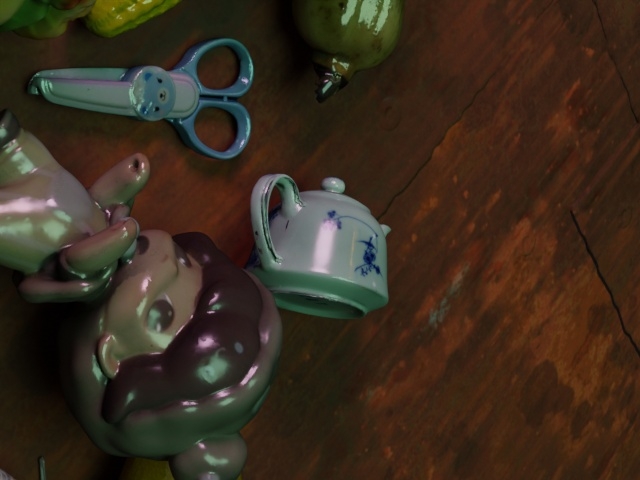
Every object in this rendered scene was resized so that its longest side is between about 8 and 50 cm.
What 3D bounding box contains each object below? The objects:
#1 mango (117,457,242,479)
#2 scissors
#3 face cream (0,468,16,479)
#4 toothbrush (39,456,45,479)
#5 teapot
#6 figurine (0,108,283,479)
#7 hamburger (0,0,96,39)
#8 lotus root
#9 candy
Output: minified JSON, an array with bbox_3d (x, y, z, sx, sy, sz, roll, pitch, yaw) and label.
[{"bbox_3d":[-0.173,0.341,1.182,0.187,0.144,0.359,41,68,-42],"label":"mango"},{"bbox_3d":[-0.168,-0.145,1.165,0.256,0.030,0.125,-2,98,-44],"label":"scissors"},{"bbox_3d":[-0.329,0.223,1.059,0.082,0.082,0.269,-54,128,-20],"label":"face cream"},{"bbox_3d":[-0.270,0.259,1.168,0.008,0.006,0.097,-18,110,-52],"label":"toothbrush"},{"bbox_3d":[0.000,0.000,1.272,0.232,0.159,0.159,26,80,-50],"label":"teapot"},{"bbox_3d":[-0.184,0.057,1.075,0.380,0.203,0.248,47,29,-27],"label":"figurine"},{"bbox_3d":[-0.237,-0.270,0.954,0.148,0.237,0.237,-4,101,-46],"label":"hamburger"},{"bbox_3d":[0.029,-0.252,1.264,0.125,0.118,0.221,9,93,-10],"label":"lotus root"},{"bbox_3d":[-0.152,-0.266,1.114,0.199,0.106,0.094,-52,147,-14],"label":"candy"}]
